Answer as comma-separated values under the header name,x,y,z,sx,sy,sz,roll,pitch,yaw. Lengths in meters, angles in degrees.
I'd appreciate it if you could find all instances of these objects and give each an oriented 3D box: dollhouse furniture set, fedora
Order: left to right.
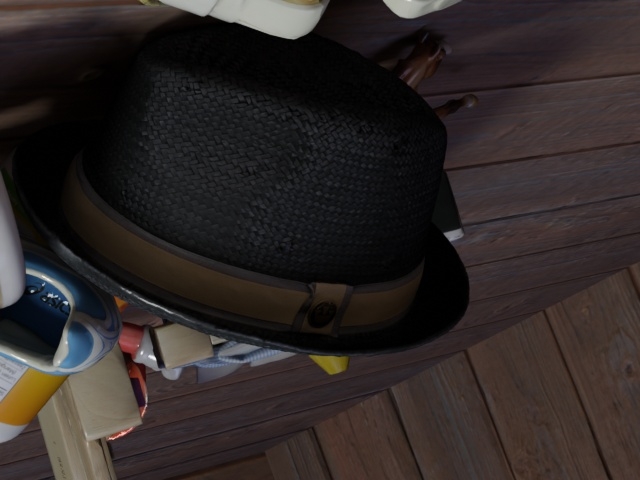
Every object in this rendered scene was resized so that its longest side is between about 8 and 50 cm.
name,x,y,z,sx,sy,sz,roll,pitch,yaw
dollhouse furniture set,-0.073,0.152,1.649,0.303,0.198,0.286,-16,-179,-16
fedora,-0.034,-0.057,1.313,0.334,0.334,0.152,-8,128,-48

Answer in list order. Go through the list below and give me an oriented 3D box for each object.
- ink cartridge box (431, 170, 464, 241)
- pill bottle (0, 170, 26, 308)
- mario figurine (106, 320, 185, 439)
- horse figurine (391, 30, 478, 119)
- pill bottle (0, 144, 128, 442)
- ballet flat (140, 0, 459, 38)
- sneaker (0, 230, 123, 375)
name,x,y,z,sx,sy,sz,roll,pitch,yaw
ink cartridge box,0.000,0.000,1.671,0.176,0.069,0.371,-16,178,-8
pill bottle,-0.326,0.004,1.166,0.265,0.153,0.153,-18,169,-15
mario figurine,-0.254,0.142,1.894,0.198,0.170,0.320,12,172,22
horse figurine,0.019,-0.084,1.607,0.263,0.066,0.174,-28,175,19
pill bottle,-0.242,0.061,1.411,0.245,0.136,0.136,-50,163,10
ballet flat,0.006,-0.169,1.045,0.349,0.123,0.123,-15,167,-29
sneaker,-0.246,0.019,1.296,0.085,0.237,0.086,-68,168,9
